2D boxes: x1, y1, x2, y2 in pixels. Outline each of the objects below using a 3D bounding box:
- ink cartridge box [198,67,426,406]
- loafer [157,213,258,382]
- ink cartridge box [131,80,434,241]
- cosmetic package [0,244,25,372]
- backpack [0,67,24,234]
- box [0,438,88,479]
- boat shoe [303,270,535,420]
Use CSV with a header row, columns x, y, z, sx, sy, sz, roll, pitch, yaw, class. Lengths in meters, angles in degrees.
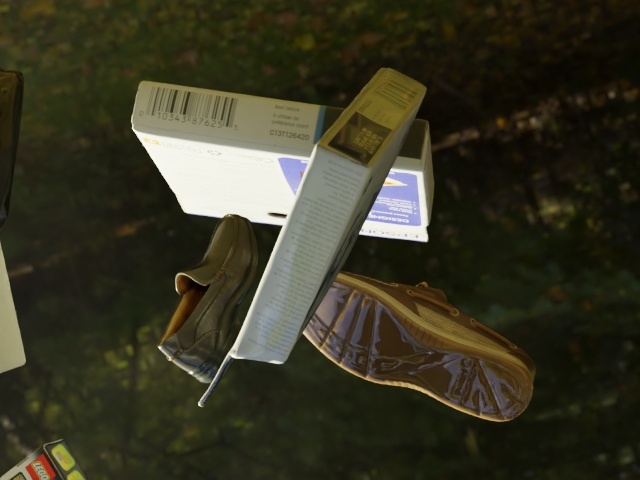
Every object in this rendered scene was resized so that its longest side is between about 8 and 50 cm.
x,y,z,sx,sy,sz,roll,pitch,yaw,class
0.000,0.000,1.080,0.224,0.045,0.223,-65,176,25,ink cartridge box
-0.100,0.041,1.303,0.061,0.170,0.062,30,139,-26,loafer
-0.028,-0.080,1.600,0.304,0.072,0.307,7,169,6,ink cartridge box
-0.322,-0.041,1.011,0.129,0.296,0.153,-19,-165,-38,cosmetic package
-0.570,-0.178,1.885,0.356,0.290,0.273,7,127,-10,backpack
-0.227,0.297,1.310,0.114,0.207,0.036,-37,169,18,box
0.124,0.119,1.906,0.342,0.123,0.123,22,-153,9,boat shoe
